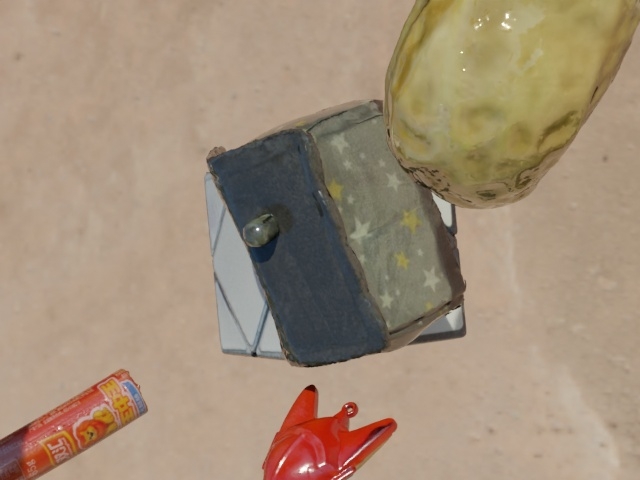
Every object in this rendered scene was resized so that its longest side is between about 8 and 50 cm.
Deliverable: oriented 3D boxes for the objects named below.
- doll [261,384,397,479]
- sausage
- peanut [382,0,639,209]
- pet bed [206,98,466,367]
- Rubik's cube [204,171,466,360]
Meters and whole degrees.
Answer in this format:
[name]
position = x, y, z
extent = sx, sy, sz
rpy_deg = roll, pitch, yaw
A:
[doll]
position = -0.022, 0.199, 1.175
extent = 0.109, 0.169, 0.057
rpy_deg = 18, 143, 44
[sausage]
position = -0.361, 0.266, 1.849
extent = 0.074, 0.274, 0.074
rpy_deg = 48, 155, 31
[peanut]
position = 0.106, -0.163, 0.736
extent = 0.147, 0.147, 0.305
rpy_deg = 25, 121, 48
[pet bed]
position = 0.000, 0.000, 1.188
extent = 0.183, 0.159, 0.211
rpy_deg = -4, 108, 60
[Rubik's cube]
position = 0.011, 0.014, 1.461
extent = 0.205, 0.205, 0.207
rpy_deg = -2, 94, 64
